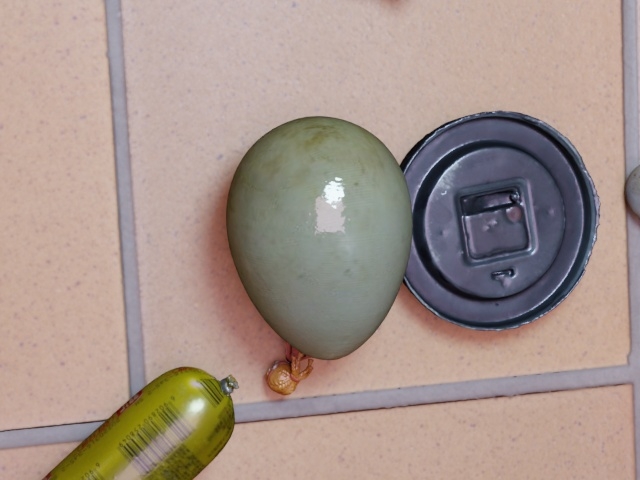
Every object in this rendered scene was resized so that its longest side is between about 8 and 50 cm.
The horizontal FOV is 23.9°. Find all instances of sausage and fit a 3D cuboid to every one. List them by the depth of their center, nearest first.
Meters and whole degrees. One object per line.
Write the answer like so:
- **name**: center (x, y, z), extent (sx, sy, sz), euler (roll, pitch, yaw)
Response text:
- **sausage**: center (-0.233, 0.277, 1.788), extent (0.347, 0.123, 0.123), euler (-42, 103, -7)

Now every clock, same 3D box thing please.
- **clock**: center (0.214, -0.025, 1.904), extent (0.280, 0.055, 0.281), euler (-1, 96, -14)

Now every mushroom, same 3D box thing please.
- **mushroom**: center (0.440, -0.064, 1.954), extent (0.079, 0.085, 0.085), euler (-21, 102, -46)

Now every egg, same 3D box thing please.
- **egg**: center (0.000, 0.000, 1.774), extent (0.218, 0.218, 0.295), euler (-9, 112, -13)

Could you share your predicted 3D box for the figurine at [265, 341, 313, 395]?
- **figurine**: center (-0.029, 0.140, 1.868), extent (0.064, 0.047, 0.109), euler (36, 79, -38)
